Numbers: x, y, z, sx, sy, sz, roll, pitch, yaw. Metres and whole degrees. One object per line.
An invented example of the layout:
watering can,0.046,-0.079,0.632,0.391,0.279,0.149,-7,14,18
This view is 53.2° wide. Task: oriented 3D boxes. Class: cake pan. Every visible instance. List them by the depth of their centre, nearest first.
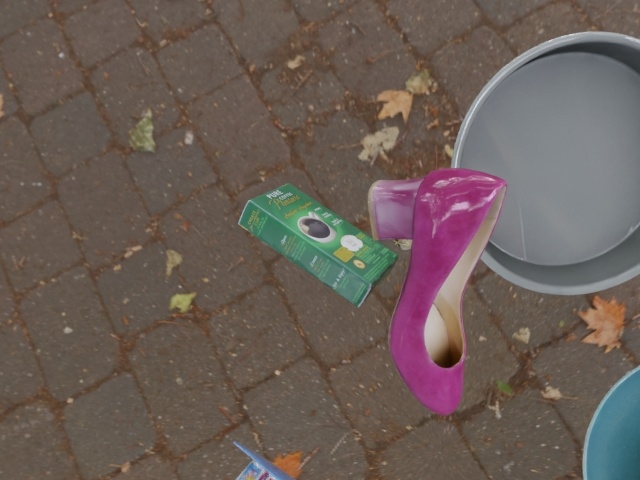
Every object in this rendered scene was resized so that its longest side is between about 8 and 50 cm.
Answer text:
cake pan,0.287,-0.083,0.728,0.293,0.054,0.293,-1,105,-2

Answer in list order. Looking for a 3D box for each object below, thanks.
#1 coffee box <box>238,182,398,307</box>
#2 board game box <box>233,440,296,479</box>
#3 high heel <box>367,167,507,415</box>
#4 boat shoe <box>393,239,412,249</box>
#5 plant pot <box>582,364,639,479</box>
coffee box,0.000,0.000,0.807,0.184,0.113,0.040,34,118,11
board game box,0.006,0.190,0.399,0.168,0.133,0.033,19,67,47
high heel,0.121,0.055,0.551,0.117,0.082,0.244,2,111,40
boat shoe,0.135,-0.005,0.961,0.135,0.050,0.045,31,79,-18
plant pot,0.487,0.293,0.751,0.290,0.195,0.290,-21,52,30
